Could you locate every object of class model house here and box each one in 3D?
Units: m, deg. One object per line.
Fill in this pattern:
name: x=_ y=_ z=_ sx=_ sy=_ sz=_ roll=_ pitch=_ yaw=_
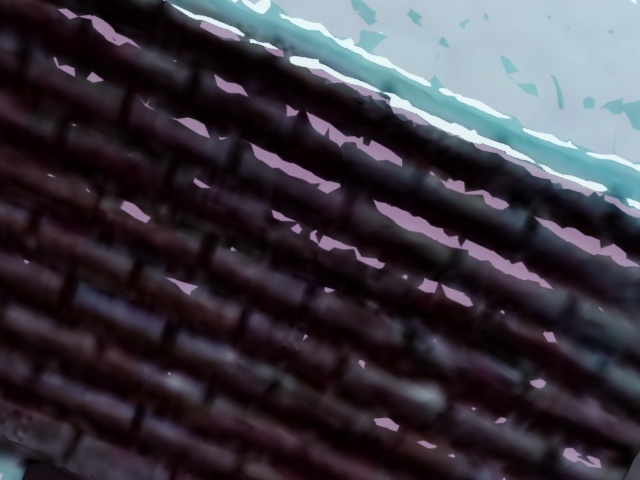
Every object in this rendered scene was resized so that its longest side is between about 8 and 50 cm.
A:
model house: x=0.000 y=0.000 z=0.614 sx=0.281 sy=0.230 sz=0.248 roll=25 pitch=89 yaw=0
